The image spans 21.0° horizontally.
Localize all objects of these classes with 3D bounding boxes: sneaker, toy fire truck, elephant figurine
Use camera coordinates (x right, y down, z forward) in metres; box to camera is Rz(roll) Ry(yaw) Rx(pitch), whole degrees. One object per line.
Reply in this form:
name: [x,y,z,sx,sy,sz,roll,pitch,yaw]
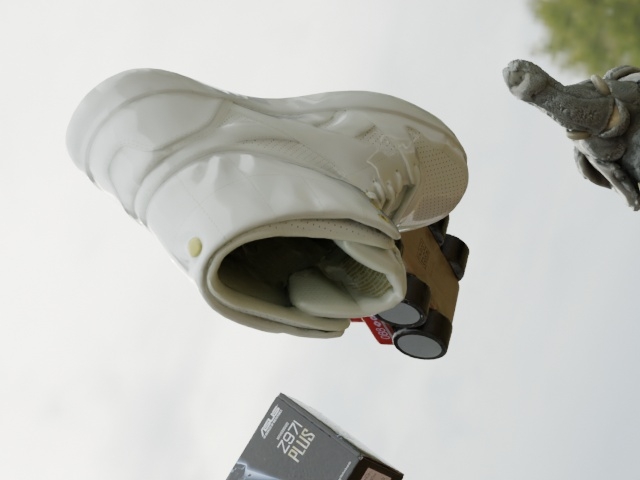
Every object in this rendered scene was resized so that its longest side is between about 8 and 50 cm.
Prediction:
sneaker: [0.010,-0.007,0.994,0.292,0.169,0.108,2,-55,-44]
toy fire truck: [0.000,0.000,1.673,0.217,0.246,0.158,55,-139,-48]
elephant figurine: [0.314,-0.111,1.722,0.169,0.239,0.186,-49,-23,-30]

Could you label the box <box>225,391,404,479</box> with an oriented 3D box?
box: [-0.024,0.274,1.786,0.077,0.147,0.180,31,-89,-44]
